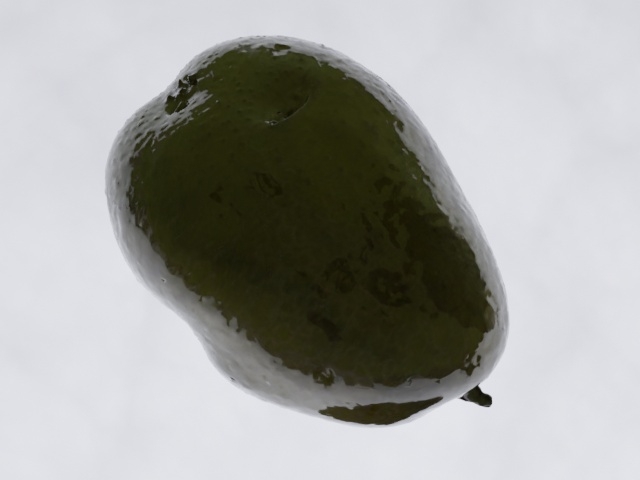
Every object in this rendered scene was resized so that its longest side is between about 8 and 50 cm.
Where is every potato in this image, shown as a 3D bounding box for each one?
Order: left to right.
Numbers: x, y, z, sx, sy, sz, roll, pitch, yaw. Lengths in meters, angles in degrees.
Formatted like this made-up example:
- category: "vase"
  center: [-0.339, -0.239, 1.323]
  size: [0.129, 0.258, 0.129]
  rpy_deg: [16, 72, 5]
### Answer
- category: "potato"
  center: [0.000, 0.000, 0.611]
  size: [0.174, 0.159, 0.251]
  rpy_deg: [-43, -101, -1]
